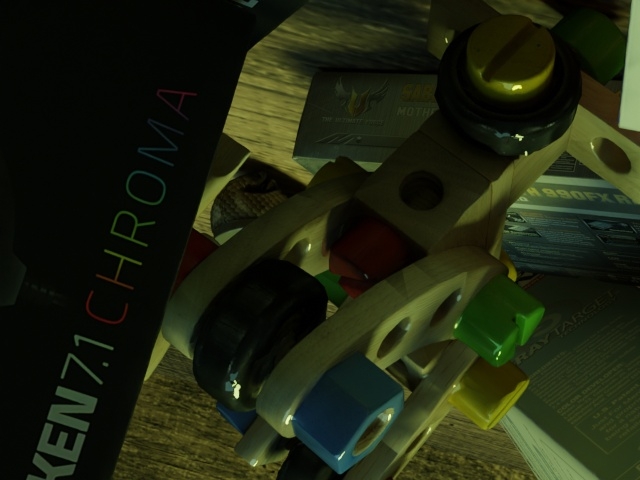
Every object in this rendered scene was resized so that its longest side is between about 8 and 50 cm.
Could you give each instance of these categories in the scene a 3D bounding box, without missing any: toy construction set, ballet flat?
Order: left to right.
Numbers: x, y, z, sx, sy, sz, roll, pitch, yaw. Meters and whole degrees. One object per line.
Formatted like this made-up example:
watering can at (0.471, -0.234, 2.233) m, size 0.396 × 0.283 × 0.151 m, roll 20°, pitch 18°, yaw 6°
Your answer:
ballet flat at (0.000, 0.000, 1.036) m, size 0.084 × 0.058 × 0.250 m, roll -20°, pitch 155°, yaw 31°
toy construction set at (0.025, -0.003, 0.623) m, size 0.309 × 0.237 × 0.257 m, roll 26°, pitch 161°, yaw 43°

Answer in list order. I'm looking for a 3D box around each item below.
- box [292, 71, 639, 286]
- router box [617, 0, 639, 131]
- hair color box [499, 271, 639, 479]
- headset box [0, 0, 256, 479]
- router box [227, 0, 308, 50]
box at (0.127, -0.030, 0.740) m, size 0.231 × 0.056 × 0.183 m, roll 6°, pitch 163°, yaw 34°
router box at (0.231, -0.093, 0.304) m, size 0.301 × 0.082 × 0.335 m, roll 13°, pitch 167°, yaw 13°
hair color box at (0.205, 0.134, 0.789) m, size 0.185 × 0.113 × 0.374 m, roll 54°, pitch 177°, yaw -13°
headset box at (-0.199, -0.011, 0.421) m, size 0.283 × 0.246 × 0.131 m, roll 23°, pitch 165°, yaw -24°
router box at (-0.144, -0.141, 0.537) m, size 0.243 × 0.081 × 0.309 m, roll 20°, pitch 166°, yaw -17°
